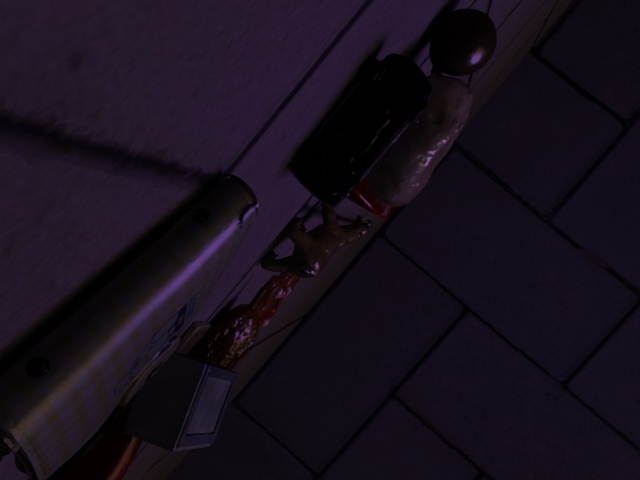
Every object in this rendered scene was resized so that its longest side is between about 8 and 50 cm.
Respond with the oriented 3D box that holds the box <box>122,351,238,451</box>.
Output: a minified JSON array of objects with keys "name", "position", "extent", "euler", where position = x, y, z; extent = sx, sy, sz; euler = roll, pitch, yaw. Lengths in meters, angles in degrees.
[{"name":"box","position":[-0.205,0.247,1.127],"extent":[0.225,0.086,0.129],"euler":[70,39,-76]}]

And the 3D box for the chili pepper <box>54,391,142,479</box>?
[{"name":"chili pepper","position":[-0.368,0.361,1.089],"extent":[0.368,0.092,0.137],"euler":[-53,158,-34]}]

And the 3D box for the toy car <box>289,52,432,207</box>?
[{"name":"toy car","position":[0.058,-0.142,0.936],"extent":[0.209,0.089,0.108],"euler":[-50,174,19]}]

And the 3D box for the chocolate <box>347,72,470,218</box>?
[{"name":"chocolate","position":[0.170,-0.174,1.434],"extent":[0.237,0.108,0.234],"euler":[-46,171,-17]}]

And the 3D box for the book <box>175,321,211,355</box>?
[{"name":"book","position":[-0.227,0.177,1.192],"extent":[0.111,0.014,0.077],"euler":[-50,172,0]}]

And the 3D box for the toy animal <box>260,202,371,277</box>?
[{"name":"toy animal","position":[0.000,0.000,1.311],"extent":[0.219,0.101,0.103],"euler":[-42,168,-50]}]

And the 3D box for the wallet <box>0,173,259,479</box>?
[{"name":"wallet","position":[-0.190,0.090,0.719],"extent":[0.309,0.077,0.223],"euler":[-46,170,-32]}]

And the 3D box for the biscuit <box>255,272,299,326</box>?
[{"name":"biscuit","position":[-0.130,0.153,1.589],"extent":[0.324,0.049,0.205],"euler":[-47,173,-38]}]

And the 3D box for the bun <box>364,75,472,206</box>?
[{"name":"bun","position":[0.132,-0.162,1.109],"extent":[0.231,0.133,0.231],"euler":[-54,170,-14]}]

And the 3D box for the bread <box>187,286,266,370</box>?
[{"name":"bread","position":[-0.199,0.223,1.341],"extent":[0.344,0.084,0.124],"euler":[-51,174,13]}]

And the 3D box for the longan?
[{"name":"longan","position":[0.203,-0.286,1.071],"extent":[0.113,0.092,0.113],"euler":[-41,-170,9]}]
